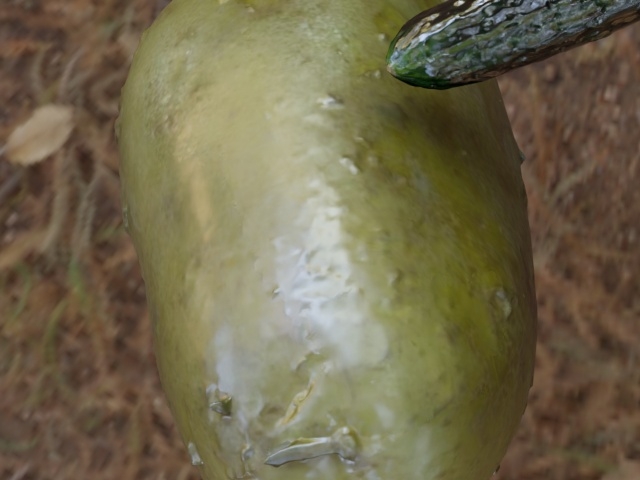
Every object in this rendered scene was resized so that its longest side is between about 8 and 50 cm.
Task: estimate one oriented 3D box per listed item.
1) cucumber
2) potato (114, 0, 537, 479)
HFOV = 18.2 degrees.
[{"bbox_3d":[0.129,-0.125,0.989,0.214,0.052,0.058,-26,139,-8],"label":"cucumber"},{"bbox_3d":[0.007,0.016,1.085,0.219,0.359,0.270,-18,140,12],"label":"potato"}]
